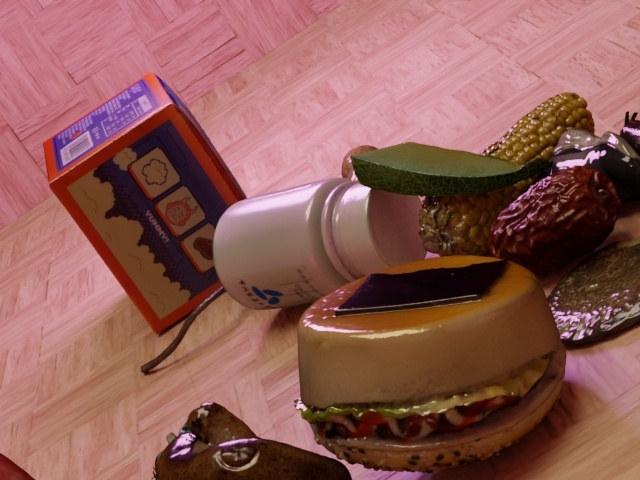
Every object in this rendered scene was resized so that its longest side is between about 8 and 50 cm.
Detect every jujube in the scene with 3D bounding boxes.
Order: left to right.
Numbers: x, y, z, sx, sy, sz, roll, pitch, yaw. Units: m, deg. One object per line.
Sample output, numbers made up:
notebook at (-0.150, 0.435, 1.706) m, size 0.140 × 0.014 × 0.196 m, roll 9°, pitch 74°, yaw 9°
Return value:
jujube at (0.276, -0.017, 1.759) m, size 0.176 × 0.112 × 0.109 m, roll -39°, pitch 43°, yaw 42°

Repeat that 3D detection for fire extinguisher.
fire extinguisher at (0.425, -0.128, 1.895) m, size 0.158 × 0.043 × 0.064 m, roll -148°, pitch 70°, yaw -71°

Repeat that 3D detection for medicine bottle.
medicine bottle at (0.000, 0.000, 2.082) m, size 0.293 × 0.170 × 0.170 m, roll -14°, pitch 27°, yaw 42°

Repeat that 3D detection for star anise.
star anise at (-0.189, 0.082, 2.260) m, size 0.227 × 0.218 × 0.148 m, roll -29°, pitch 58°, yaw -24°

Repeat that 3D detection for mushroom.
mushroom at (-0.073, 0.268, 1.554) m, size 0.138 × 0.194 × 0.231 m, roll -63°, pitch 13°, yaw -15°

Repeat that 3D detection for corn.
corn at (0.251, -0.080, 1.970) m, size 0.318 × 0.115 × 0.115 m, roll -40°, pitch 19°, yaw -21°

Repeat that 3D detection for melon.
melon at (0.173, -0.093, 1.907) m, size 0.261 × 0.053 × 0.114 m, roll 5°, pitch 27°, yaw 28°

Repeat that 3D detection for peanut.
peanut at (0.080, -0.097, 2.328) m, size 0.099 × 0.099 × 0.214 m, roll -34°, pitch 13°, yaw 0°

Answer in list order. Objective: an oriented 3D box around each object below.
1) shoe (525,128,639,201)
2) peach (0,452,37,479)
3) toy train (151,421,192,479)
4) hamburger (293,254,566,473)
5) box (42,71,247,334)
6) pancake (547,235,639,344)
shoe at (0.336, -0.072, 1.841) m, size 0.112 × 0.099 × 0.227 m, roll -42°, pitch 15°, yaw -4°
peach at (-0.449, 0.376, 1.605) m, size 0.388 × 0.388 × 0.388 m, roll -30°, pitch 19°, yaw 11°
toy train at (-0.161, 0.285, 1.810) m, size 0.118 × 0.074 × 0.176 m, roll -40°, pitch 21°, yaw -6°
hamburger at (0.111, 0.131, 1.538) m, size 0.300 × 0.176 × 0.300 m, roll -14°, pitch 14°, yaw 3°
box at (-0.278, -0.078, 2.509) m, size 0.257 × 0.319 × 0.349 m, roll -35°, pitch 18°, yaw -1°
pancake at (0.329, 0.050, 1.649) m, size 0.199 × 0.021 × 0.199 m, roll -30°, pitch 19°, yaw 11°
